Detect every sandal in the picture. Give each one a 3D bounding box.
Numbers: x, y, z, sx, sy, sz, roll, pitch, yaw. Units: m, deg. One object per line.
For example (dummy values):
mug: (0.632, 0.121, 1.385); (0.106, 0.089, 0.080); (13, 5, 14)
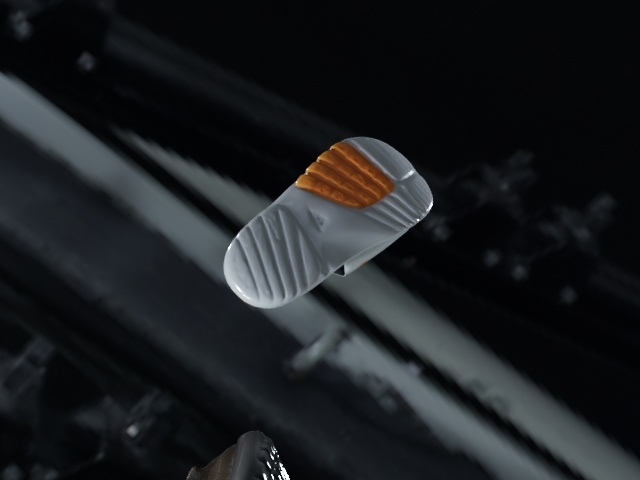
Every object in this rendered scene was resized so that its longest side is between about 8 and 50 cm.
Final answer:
sandal: (-0.007, -0.008, 1.618); (0.102, 0.076, 0.265); (51, -133, 6)

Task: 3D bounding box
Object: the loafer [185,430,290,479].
loafer: (-0.072, 0.228, 1.003); (0.366, 0.130, 0.133); (-78, -35, -68)
